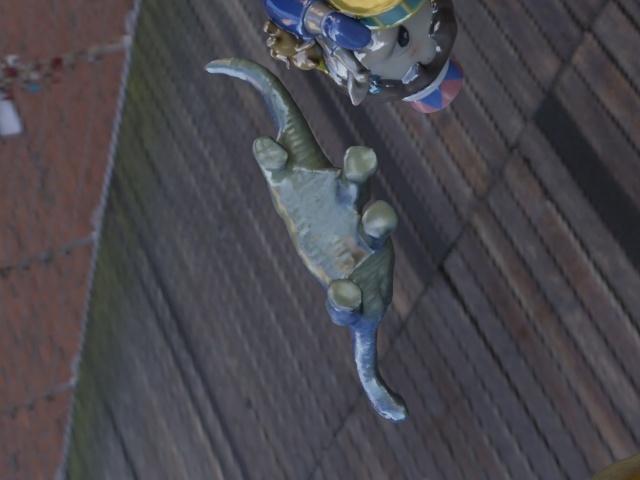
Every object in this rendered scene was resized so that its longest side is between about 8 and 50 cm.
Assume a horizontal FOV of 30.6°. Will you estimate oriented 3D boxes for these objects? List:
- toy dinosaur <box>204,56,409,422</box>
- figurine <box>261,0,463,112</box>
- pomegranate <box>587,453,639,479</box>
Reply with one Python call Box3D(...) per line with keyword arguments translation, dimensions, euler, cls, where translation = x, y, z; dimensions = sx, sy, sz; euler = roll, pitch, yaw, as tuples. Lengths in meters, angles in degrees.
Box3D(translation=(0.000, 0.000, 0.787), dimensions=(0.248, 0.075, 0.188), euler=(57, 166, 16), cls="toy dinosaur")
Box3D(translation=(0.055, -0.210, 1.113), dimensions=(0.158, 0.275, 0.161), euler=(-2, 82, 21), cls="figurine")
Box3D(translation=(0.188, 0.253, 0.488), dimensions=(0.332, 0.332, 0.333), euler=(32, 128, 54), cls="pomegranate")
